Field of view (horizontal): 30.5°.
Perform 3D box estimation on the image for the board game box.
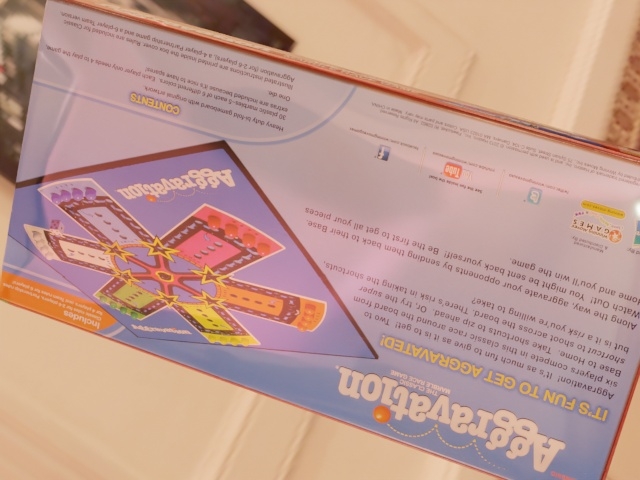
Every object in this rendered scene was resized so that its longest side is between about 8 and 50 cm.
[{"bbox_3d":[0.000,0.000,0.496,0.027,0.281,0.145,-31,-43,-69],"label":"board game box"}]
